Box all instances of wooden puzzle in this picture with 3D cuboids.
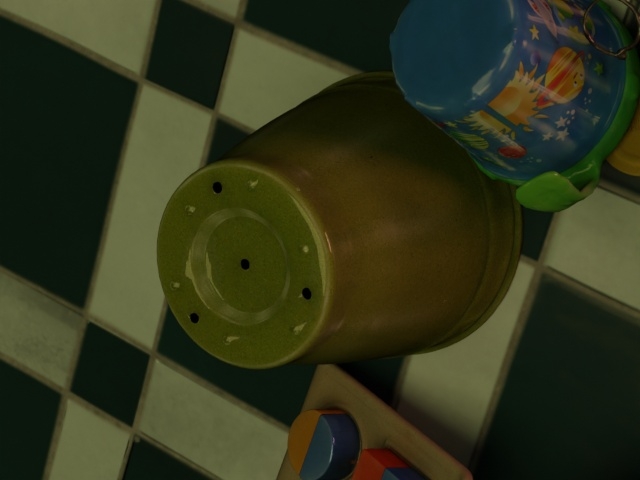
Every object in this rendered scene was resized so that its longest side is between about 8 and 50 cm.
[{"bbox_3d":[0.023,0.356,2.081,0.348,0.081,0.322,38,114,49],"label":"wooden puzzle"}]

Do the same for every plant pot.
[{"bbox_3d":[0.000,0.000,1.958,0.367,0.353,0.366,8,105,30],"label":"plant pot"}]

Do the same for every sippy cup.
[{"bbox_3d":[0.201,-0.192,1.827,0.305,0.224,0.240,34,101,38],"label":"sippy cup"}]

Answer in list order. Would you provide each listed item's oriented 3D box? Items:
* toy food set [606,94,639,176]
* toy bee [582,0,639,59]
[{"bbox_3d":[0.388,-0.128,1.868,0.218,0.071,0.128,-11,71,31],"label":"toy food set"},{"bbox_3d":[0.438,-0.267,1.769,0.298,0.162,0.195,14,100,3],"label":"toy bee"}]
